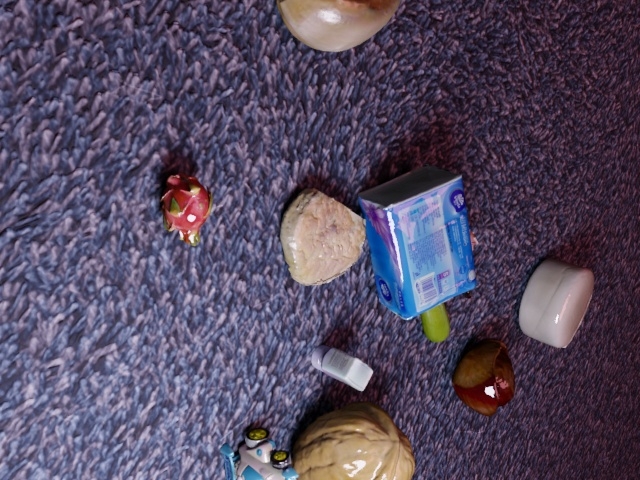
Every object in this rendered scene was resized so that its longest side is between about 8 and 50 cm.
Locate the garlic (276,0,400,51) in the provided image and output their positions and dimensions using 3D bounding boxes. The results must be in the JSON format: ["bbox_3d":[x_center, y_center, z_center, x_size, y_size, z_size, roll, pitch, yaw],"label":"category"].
[{"bbox_3d":[0.069,-0.466,1.311,0.338,0.151,0.196,-45,116,-28],"label":"garlic"}]

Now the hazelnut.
[{"bbox_3d":[0.425,0.343,1.871,0.202,0.160,0.170,-42,154,-33],"label":"hazelnut"}]

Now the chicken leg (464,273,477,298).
[{"bbox_3d":[0.357,0.094,1.826,0.062,0.037,0.145,-44,132,2],"label":"chicken leg"}]

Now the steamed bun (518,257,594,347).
[{"bbox_3d":[0.658,0.166,2.061,0.241,0.146,0.164,-59,139,-15],"label":"steamed bun"}]

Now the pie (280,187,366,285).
[{"bbox_3d":[0.003,0.001,1.438,0.218,0.052,0.185,31,78,-48],"label":"pie"}]

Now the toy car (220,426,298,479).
[{"bbox_3d":[-0.113,0.445,1.386,0.098,0.161,0.126,-17,115,-29],"label":"toy car"}]

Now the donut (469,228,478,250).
[{"bbox_3d":[0.299,0.027,1.729,0.117,0.065,0.166,34,76,-45],"label":"donut"}]

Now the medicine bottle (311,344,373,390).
[{"bbox_3d":[0.039,0.255,1.502,0.074,0.118,0.055,40,73,-42],"label":"medicine bottle"}]

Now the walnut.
[{"bbox_3d":[0.068,0.443,1.487,0.224,0.257,0.257,31,80,-28],"label":"walnut"}]

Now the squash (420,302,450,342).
[{"bbox_3d":[0.262,0.155,1.731,0.066,0.066,0.201,-34,121,-33],"label":"squash"}]

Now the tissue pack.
[{"bbox_3d":[0.205,0.001,1.554,0.198,0.146,0.263,-23,115,-20],"label":"tissue pack"}]

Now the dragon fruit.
[{"bbox_3d":[-0.217,-0.049,1.190,0.086,0.081,0.116,-10,108,-54],"label":"dragon fruit"}]
